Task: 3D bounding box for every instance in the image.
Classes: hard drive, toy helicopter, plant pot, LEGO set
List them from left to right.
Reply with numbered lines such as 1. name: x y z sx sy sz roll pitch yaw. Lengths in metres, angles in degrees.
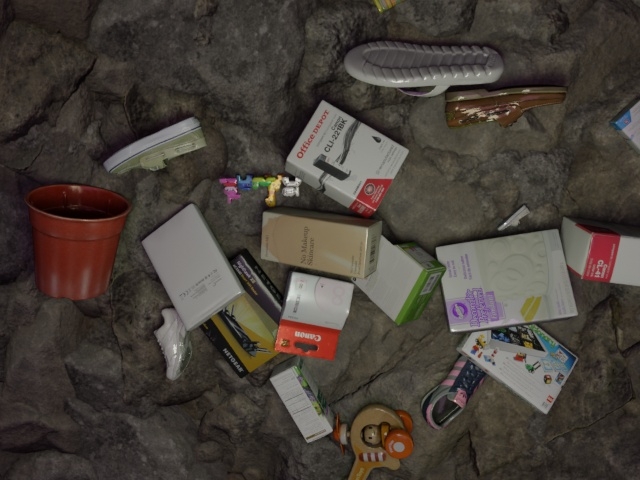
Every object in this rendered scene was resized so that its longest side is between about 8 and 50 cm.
1. plant pot: -0.694 0.009 1.575 0.272 0.272 0.265 15 111 2
2. hard drive: -0.371 0.075 1.597 0.203 0.040 0.307 -35 73 11
3. LEGO set: -0.164 -0.138 1.573 0.227 0.087 0.093 -1 105 -1
4. toy helicopter: 0.123 0.654 1.685 0.235 0.140 0.355 22 105 3

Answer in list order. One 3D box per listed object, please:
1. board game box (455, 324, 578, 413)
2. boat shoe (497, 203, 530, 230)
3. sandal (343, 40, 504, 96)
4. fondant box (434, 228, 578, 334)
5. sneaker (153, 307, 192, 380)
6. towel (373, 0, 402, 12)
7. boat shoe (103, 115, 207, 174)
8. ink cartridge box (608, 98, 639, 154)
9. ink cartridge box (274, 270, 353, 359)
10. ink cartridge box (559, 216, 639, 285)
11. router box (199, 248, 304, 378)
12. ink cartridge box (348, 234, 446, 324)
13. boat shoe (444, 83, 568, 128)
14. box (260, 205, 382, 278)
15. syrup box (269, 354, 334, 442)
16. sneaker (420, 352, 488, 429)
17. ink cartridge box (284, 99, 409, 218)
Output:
1. board game box: 0.561 0.322 1.575 0.305 0.053 0.193 38 76 -3
2. boat shoe: 0.541 -0.056 1.547 0.100 0.035 0.035 -42 92 5
3. sandal: 0.267 -0.434 1.454 0.416 0.169 0.102 4 142 4
4. fondant box: 0.497 0.116 1.511 0.330 0.096 0.238 -9 75 8
5. sneaker: -0.457 0.311 1.699 0.115 0.090 0.232 9 94 10
6. towel: 0.240 -0.699 1.450 0.237 0.021 0.102 -25 104 9
7. boat shoe: -0.467 -0.248 1.566 0.302 0.109 0.094 -24 100 7
8. ink cartridge box: 0.843 -0.298 1.457 0.088 0.052 0.122 -44 93 12
9. ink cartridge box: -0.018 0.219 1.592 0.189 0.066 0.232 12 81 -13
10. ink cartridge box: 0.807 0.034 1.442 0.306 0.226 0.131 9 103 4
11. router box: -0.229 0.219 1.652 0.243 0.081 0.309 -36 96 11
12. ink cartridge box: 0.197 0.080 1.556 0.255 0.097 0.189 44 124 33
13. boat shoe: 0.485 -0.352 1.460 0.307 0.111 0.104 -1 106 16
14. box: 0.000 0.000 1.519 0.311 0.121 0.148 8 104 23
15. syrup box: -0.052 0.480 1.683 0.096 0.093 0.237 -28 98 10
16. sneaker: 0.419 0.421 1.605 0.112 0.131 0.319 35 98 -3
17. ink cartridge box: 0.066 -0.216 1.487 0.273 0.114 0.197 30 80 -1
